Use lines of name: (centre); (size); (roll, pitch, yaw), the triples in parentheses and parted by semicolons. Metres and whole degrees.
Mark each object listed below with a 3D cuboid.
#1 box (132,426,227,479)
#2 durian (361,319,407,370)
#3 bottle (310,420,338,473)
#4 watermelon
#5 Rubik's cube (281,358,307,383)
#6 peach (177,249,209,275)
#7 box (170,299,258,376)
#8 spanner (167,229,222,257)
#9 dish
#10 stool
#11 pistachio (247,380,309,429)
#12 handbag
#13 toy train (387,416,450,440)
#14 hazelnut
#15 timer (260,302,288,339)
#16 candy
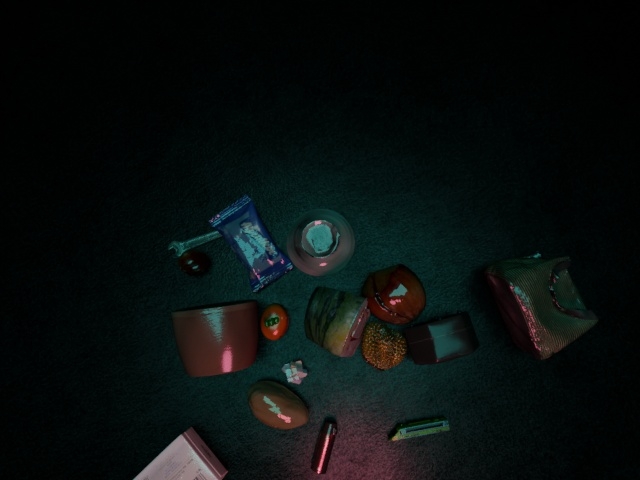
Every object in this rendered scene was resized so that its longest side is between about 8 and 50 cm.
box: (-0.483, 0.802, 1.410); (0.274, 0.116, 0.203); (-44, 81, -6)
durian: (0.219, 0.365, 1.465); (0.158, 0.137, 0.167); (10, 90, 6)
bottle: (0.017, 0.699, 1.445); (0.060, 0.060, 0.164); (16, 80, 5)
watermelon: (0.070, 0.281, 1.497); (0.262, 0.201, 0.212); (15, 80, 50)
Rubik's cube: (-0.087, 0.460, 1.486); (0.075, 0.073, 0.084); (-33, 78, -4)
peach: (-0.465, 0.079, 1.561); (0.101, 0.100, 0.100); (0, 79, 2)
box: (-0.339, 0.317, 1.415); (0.301, 0.301, 0.216); (-8, 84, 0)
spanner: (-0.434, -0.011, 1.615); (0.302, 0.017, 0.071); (-22, 81, -2)
dish: (0.000, 0.000, 1.565); (0.261, 0.085, 0.260); (0, 80, 1)
stool: (0.405, 0.326, 1.428); (0.232, 0.232, 0.141); (-16, 77, -1)
pistachio: (-0.147, 0.564, 1.447); (0.226, 0.136, 0.135); (27, 81, 0)
handbag: (0.730, 0.199, 1.423); (0.240, 0.247, 0.340); (-26, 91, -1)
toy train: (0.330, 0.642, 1.453); (0.209, 0.044, 0.042); (-10, 80, 0)
hazelnut: (0.255, 0.193, 1.470); (0.212, 0.181, 0.180); (-37, 50, 36)
timer: (-0.162, 0.286, 1.499); (0.100, 0.136, 0.136); (-6, 79, -5)
candy: (-0.259, 0.010, 1.572); (0.187, 0.077, 0.331); (-34, 89, -11)
